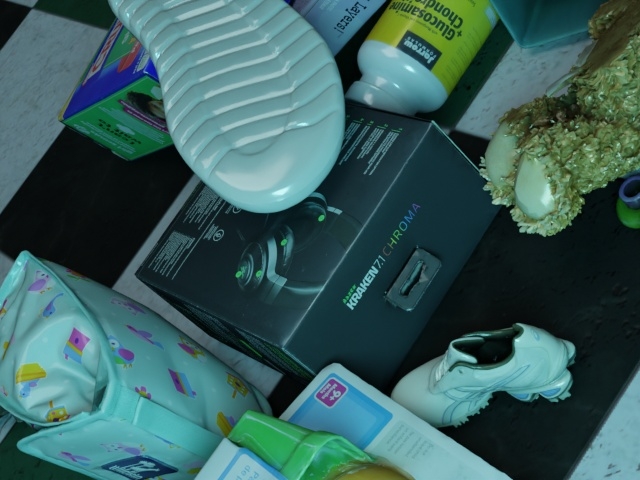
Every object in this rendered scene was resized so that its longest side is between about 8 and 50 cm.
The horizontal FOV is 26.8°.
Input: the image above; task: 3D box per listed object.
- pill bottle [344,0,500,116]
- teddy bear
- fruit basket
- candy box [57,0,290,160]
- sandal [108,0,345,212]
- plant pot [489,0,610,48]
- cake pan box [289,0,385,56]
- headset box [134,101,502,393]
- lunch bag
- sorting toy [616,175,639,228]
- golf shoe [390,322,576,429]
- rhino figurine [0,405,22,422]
[{"bbox_3d":[0.102,-0.196,1.365,0.103,0.103,0.184,21,74,51],"label":"pill bottle"},{"bbox_3d":[0.277,-0.132,1.128,0.338,0.113,0.245,-48,16,-9],"label":"teddy bear"},{"bbox_3d":[0.015,0.285,0.987,0.327,0.165,0.353,-53,40,-6],"label":"fruit basket"},{"bbox_3d":[-0.160,-0.249,1.591,0.317,0.122,0.268,-13,48,63],"label":"candy box"},{"bbox_3d":[-0.083,-0.169,1.321,0.169,0.102,0.416,-29,51,-1],"label":"sandal"},{"bbox_3d":[0.254,-0.341,1.300,0.165,0.165,0.234,-11,43,39],"label":"plant pot"},{"bbox_3d":[0.048,-0.337,1.488,0.246,0.070,0.267,-40,26,48],"label":"cake pan box"},{"bbox_3d":[0.000,0.000,1.272,0.283,0.131,0.246,19,71,51],"label":"headset box"},{"bbox_3d":[-0.182,0.146,1.252,0.262,0.223,0.160,27,84,50],"label":"lunch bag"},{"bbox_3d":[0.273,-0.030,1.100,0.061,0.042,0.102,-41,37,10],"label":"sorting toy"},{"bbox_3d":[0.119,0.102,1.104,0.176,0.086,0.069,-22,46,33],"label":"golf shoe"},{"bbox_3d":[-0.386,0.178,1.553,0.106,0.073,0.243,18,73,47],"label":"rhino figurine"}]
